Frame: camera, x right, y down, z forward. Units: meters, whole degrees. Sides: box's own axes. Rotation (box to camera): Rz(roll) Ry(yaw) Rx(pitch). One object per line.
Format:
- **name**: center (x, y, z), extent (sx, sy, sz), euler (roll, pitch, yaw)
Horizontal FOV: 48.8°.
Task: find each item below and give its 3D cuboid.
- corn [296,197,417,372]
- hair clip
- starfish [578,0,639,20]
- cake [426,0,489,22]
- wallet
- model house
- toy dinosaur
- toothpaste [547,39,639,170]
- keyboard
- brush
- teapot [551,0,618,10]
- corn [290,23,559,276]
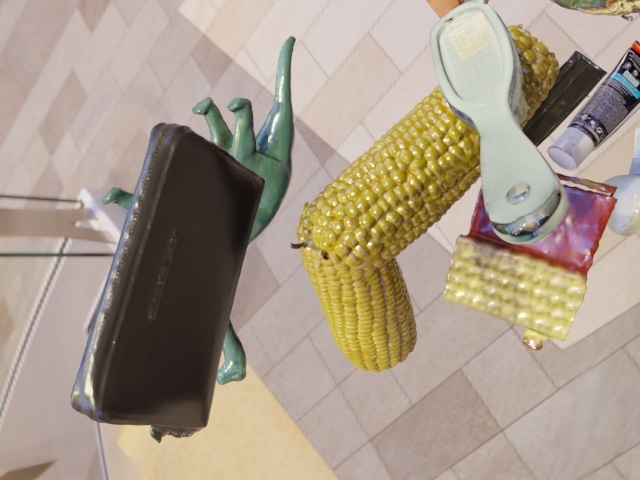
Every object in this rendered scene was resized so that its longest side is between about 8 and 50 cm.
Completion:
- **corn**: center (0.065, 0.077, 1.062), extent (0.143, 0.387, 0.144), euler (-7, 52, 9)
- **hair clip**: center (0.606, -0.112, 1.336), extent (0.159, 0.071, 0.219), euler (0, 68, 65)
- **starfish**: center (0.572, -0.409, 1.202), extent (0.247, 0.138, 0.050), euler (11, 119, 50)
- **cake**: center (0.171, -0.385, 0.996), extent (0.090, 0.225, 0.109), euler (4, 62, 33)
- **wallet**: center (-0.116, 0.039, 0.578), extent (0.044, 0.149, 0.250), euler (8, 77, 30)
- **model house**: center (0.294, 0.020, 1.030), extent (0.196, 0.160, 0.254), euler (18, 88, 13)
- **toy dinosaur**: center (-0.084, -0.022, 0.959), extent (0.383, 0.331, 0.129), euler (-42, 28, -5)
- **toothpaste**: center (0.379, -0.172, 0.924), extent (0.071, 0.045, 0.193), euler (43, 82, 0)
- **keyboard**: center (0.469, -0.275, 1.424), extent (0.087, 0.017, 0.250), euler (43, 82, 12)
- **brush**: center (0.138, -0.092, 0.541), extent (0.068, 0.060, 0.297), euler (-28, 37, 24)
- **teapot**: center (0.577, -0.617, 1.389), extent (0.270, 0.337, 0.200), euler (10, 60, 17)
- **corn**: center (0.104, -0.076, 0.684), extent (0.310, 0.101, 0.101), euler (-42, 60, -3)
